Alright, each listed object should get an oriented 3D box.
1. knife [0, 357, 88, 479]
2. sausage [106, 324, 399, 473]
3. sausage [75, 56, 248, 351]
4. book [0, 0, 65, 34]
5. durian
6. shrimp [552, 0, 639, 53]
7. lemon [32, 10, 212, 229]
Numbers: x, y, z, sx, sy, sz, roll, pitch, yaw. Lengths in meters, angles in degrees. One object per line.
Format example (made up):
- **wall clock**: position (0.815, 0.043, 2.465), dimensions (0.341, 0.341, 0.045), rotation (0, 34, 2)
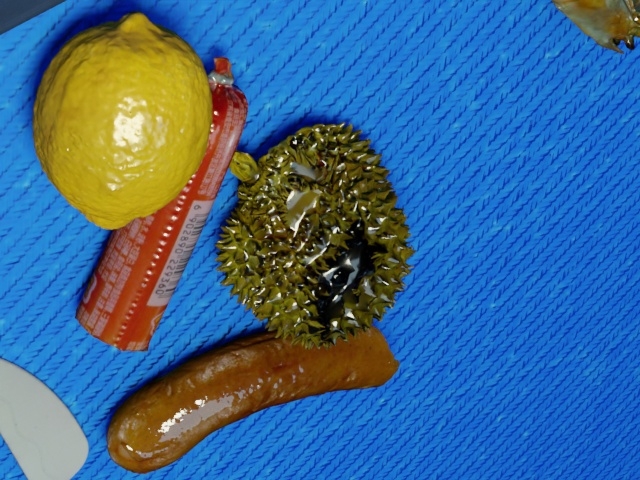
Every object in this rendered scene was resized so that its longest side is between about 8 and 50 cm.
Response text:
- **knife**: position (-0.249, 0.217, 1.606), dimensions (0.081, 0.043, 0.336), rotation (-32, 134, -18)
- **sausage**: position (-0.066, 0.139, 1.641), dimensions (0.302, 0.076, 0.103), rotation (-17, 131, -24)
- **sausage**: position (-0.130, -0.034, 1.465), dimensions (0.074, 0.074, 0.274), rotation (7, 119, -38)
- **book**: position (-0.302, -0.180, 1.215), dimensions (0.269, 0.025, 0.191), rotation (-31, 155, -15)
- **durian**: position (0.000, 0.000, 1.535), dimensions (0.193, 0.138, 0.237), rotation (-47, 135, 6)
- **shrimp**: position (0.267, -0.248, 1.590), dimensions (0.115, 0.051, 0.217), rotation (-47, 134, 3)
- **lemon**: position (-0.159, -0.091, 1.352), dimensions (0.142, 0.142, 0.187), rotation (-5, 124, -32)
